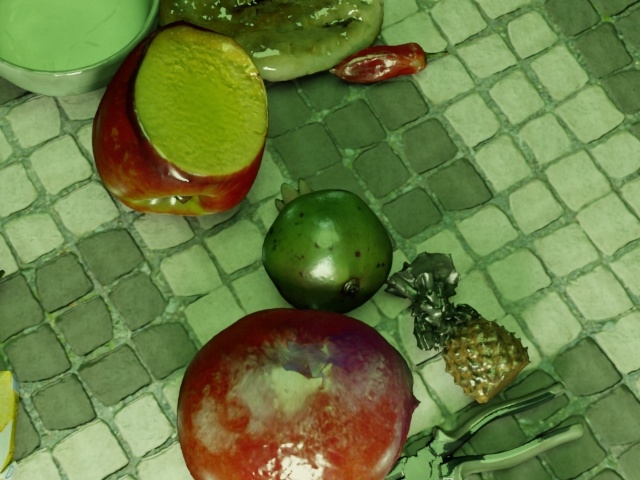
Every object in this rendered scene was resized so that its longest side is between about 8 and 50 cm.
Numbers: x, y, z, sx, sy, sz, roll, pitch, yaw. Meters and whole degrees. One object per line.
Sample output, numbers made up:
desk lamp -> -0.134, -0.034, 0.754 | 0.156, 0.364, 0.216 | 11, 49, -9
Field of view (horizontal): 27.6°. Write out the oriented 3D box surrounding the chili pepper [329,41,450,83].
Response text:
chili pepper -> 0.105, -0.276, 2.018 | 0.191, 0.059, 0.050 | -10, 46, -9

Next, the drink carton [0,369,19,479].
drink carton -> -0.453, 0.279, 1.760 | 0.084, 0.074, 0.200 | 1, 69, -1

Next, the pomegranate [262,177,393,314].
pomegranate -> -0.001, -0.001, 1.848 | 0.187, 0.187, 0.225 | -19, 42, -10

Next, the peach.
peach -> -0.209, -0.175, 1.865 | 0.245, 0.248, 0.275 | -4, 69, 34

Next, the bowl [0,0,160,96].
bowl -> -0.390, -0.347, 1.968 | 0.307, 0.163, 0.307 | 1, 67, -2

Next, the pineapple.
pineapple -> 0.187, 0.116, 1.841 | 0.119, 0.111, 0.237 | -22, 61, -43

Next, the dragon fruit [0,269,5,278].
dragon fruit -> -0.563, 0.038, 1.822 | 0.236, 0.137, 0.135 | -6, 65, -2

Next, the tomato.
tomato -> -0.029, 0.221, 1.734 | 0.335, 0.176, 0.290 | -1, 64, 1

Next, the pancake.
pancake -> -0.082, -0.411, 2.050 | 0.387, 0.082, 0.387 | 1, 68, -2

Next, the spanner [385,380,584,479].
spanner -> 0.206, 0.287, 1.801 | 0.325, 0.040, 0.096 | -21, 71, -9
